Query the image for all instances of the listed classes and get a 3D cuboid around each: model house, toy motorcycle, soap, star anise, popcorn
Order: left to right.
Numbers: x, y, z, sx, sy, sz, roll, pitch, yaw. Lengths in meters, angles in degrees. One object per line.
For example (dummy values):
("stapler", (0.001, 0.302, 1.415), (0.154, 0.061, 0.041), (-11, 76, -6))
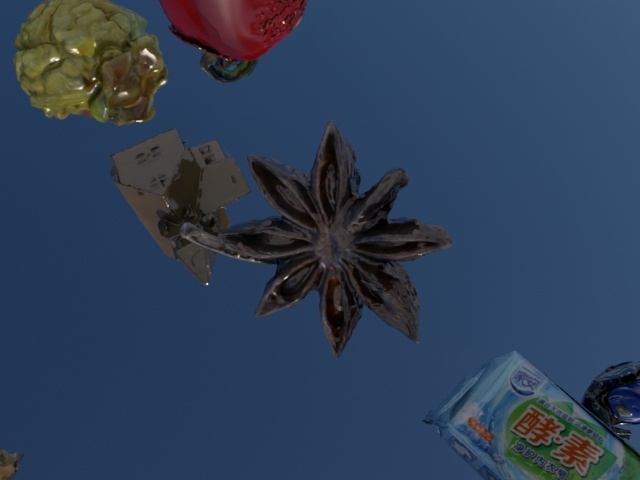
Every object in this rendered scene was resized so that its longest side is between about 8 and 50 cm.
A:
("popcorn", (-0.394, -0.313, 1.523), (0.258, 0.270, 0.224), (10, -82, -14))
("model house", (-0.178, -0.030, 1.278), (0.248, 0.176, 0.181), (63, 179, 42))
("star anise", (0.000, -0.001, 0.816), (0.081, 0.263, 0.230), (-47, -44, -59))
("soap", (0.289, 0.275, 1.122), (0.293, 0.077, 0.156), (40, -110, 12))
("toy motorcycle", (0.463, 0.205, 1.204), (0.169, 0.315, 0.113), (-32, -88, -27))

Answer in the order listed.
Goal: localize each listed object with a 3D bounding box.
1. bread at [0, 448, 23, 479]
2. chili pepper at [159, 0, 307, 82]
("bread", (-0.412, 0.293, 0.921), (0.169, 0.140, 0.160), (9, -97, -17))
("chili pepper", (-0.068, -0.203, 0.501), (0.110, 0.387, 0.110), (-3, -115, 7))
